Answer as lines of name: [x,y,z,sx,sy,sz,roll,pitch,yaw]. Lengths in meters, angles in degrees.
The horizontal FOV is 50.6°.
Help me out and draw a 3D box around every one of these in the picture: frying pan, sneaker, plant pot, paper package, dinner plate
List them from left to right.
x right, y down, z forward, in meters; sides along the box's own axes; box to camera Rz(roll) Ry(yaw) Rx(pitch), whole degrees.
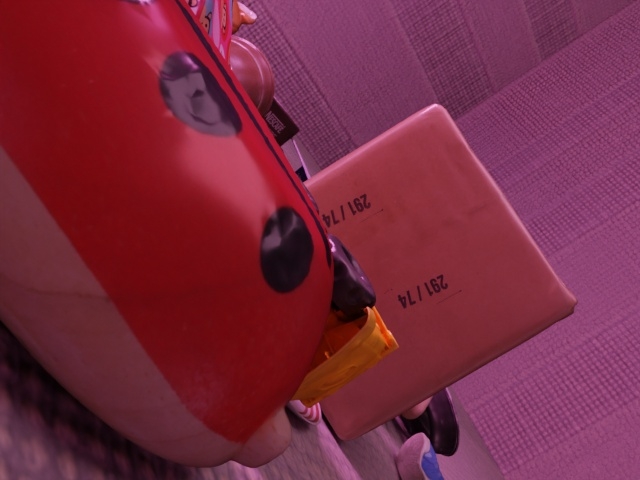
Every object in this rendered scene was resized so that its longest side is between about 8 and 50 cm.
plant pot: [-0.170,-0.241,1.057,0.167,0.167,0.165,56,14,-5]
dinner plate: [-0.043,0.138,0.727,0.141,0.017,0.141,56,7,-11]
paper package: [0.095,0.037,0.865,0.310,0.324,0.168,58,7,7]
frying pan: [0.159,0.258,1.266,0.326,0.053,0.197,-125,-153,-45]
sneaker: [0.158,0.350,0.980,0.085,0.058,0.152,49,12,-12]

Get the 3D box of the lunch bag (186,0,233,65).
lunch bag: [-0.166,-0.321,0.839,0.258,0.120,0.293,77,14,-82]

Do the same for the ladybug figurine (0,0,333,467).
ladybug figurine: [-0.129,-0.066,0.449,0.449,0.161,0.305,58,6,6]

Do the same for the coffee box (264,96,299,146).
coffee box: [-0.186,-0.308,1.295,0.297,0.118,0.168,55,5,22]

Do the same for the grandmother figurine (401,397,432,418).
grandmother figurine: [0.053,0.146,1.064,0.342,0.104,0.207,50,-24,-26]

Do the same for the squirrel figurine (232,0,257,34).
squirrel figurine: [-0.293,-0.655,1.657,0.371,0.281,0.397,63,9,-2]

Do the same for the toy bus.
toy bus: [-0.023,0.049,0.665,0.220,0.149,0.211,58,11,28]

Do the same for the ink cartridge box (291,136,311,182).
ink cartridge box: [0.000,0.000,1.282,0.324,0.071,0.330,-109,174,-62]
